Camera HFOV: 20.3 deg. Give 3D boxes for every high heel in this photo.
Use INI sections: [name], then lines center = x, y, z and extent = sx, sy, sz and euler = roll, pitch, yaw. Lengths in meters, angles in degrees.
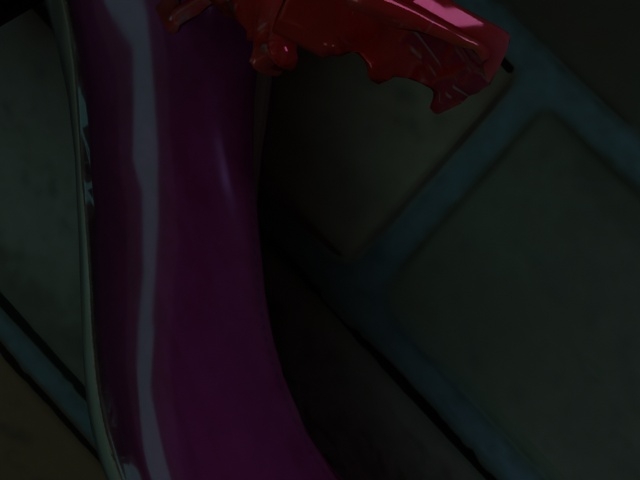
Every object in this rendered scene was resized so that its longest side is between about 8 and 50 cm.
[high heel]
center = 0.000, 0.000, 0.536
extent = 0.181, 0.127, 0.377
euler = -31, 97, -6

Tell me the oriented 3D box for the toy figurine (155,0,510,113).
[toy figurine]
center = 0.135, -0.164, 0.452
extent = 0.217, 0.191, 0.362
euler = 25, 80, -19
